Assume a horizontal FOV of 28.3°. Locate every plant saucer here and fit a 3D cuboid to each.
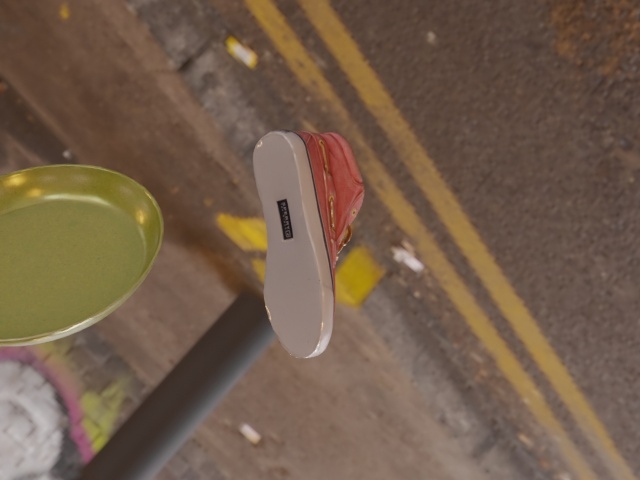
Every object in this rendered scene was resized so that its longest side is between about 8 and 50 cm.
[{"bbox_3d":[-0.260,0.017,1.166,0.241,0.241,0.037,27,142,33],"label":"plant saucer"}]

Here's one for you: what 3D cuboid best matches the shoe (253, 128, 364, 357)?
[{"bbox_3d":[0.000,0.000,0.998,0.063,0.081,0.178,-8,90,42],"label":"shoe"}]
